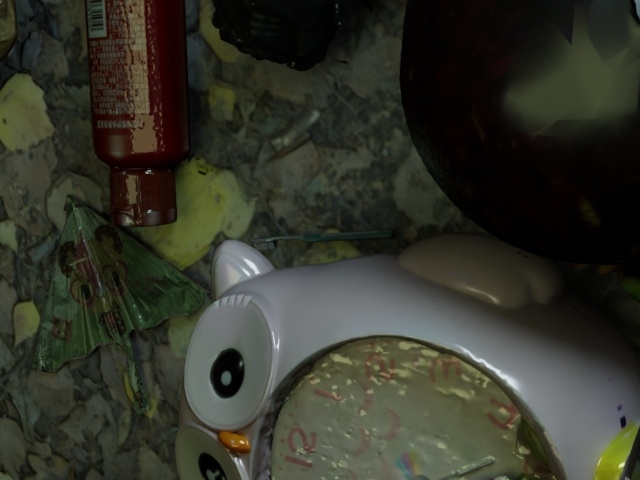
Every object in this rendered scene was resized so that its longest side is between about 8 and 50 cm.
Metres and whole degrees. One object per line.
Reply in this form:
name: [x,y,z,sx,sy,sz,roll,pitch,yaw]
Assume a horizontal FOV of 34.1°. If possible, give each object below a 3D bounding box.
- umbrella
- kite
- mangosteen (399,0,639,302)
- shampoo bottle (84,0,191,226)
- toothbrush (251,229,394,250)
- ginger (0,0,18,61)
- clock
umbrella: [-0.017,-0.265,0.848,0.154,0.336,0.128,2,67,-4]
kite: [-0.246,0.072,1.200,0.323,0.013,0.267,-26,82,35]
mangosteen: [0.215,-0.102,0.731,0.306,0.306,0.359,10,144,31]
shampoo bottle: [-0.189,-0.174,1.087,0.118,0.076,0.314,2,99,28]
toothbrush: [0.000,0.000,1.031,0.167,0.011,0.014,-3,101,33]
ginger: [-0.494,-0.235,1.220,0.375,0.176,0.256,-11,76,33]
clock: [0.071,0.159,0.871,0.377,0.250,0.368,15,107,23]
